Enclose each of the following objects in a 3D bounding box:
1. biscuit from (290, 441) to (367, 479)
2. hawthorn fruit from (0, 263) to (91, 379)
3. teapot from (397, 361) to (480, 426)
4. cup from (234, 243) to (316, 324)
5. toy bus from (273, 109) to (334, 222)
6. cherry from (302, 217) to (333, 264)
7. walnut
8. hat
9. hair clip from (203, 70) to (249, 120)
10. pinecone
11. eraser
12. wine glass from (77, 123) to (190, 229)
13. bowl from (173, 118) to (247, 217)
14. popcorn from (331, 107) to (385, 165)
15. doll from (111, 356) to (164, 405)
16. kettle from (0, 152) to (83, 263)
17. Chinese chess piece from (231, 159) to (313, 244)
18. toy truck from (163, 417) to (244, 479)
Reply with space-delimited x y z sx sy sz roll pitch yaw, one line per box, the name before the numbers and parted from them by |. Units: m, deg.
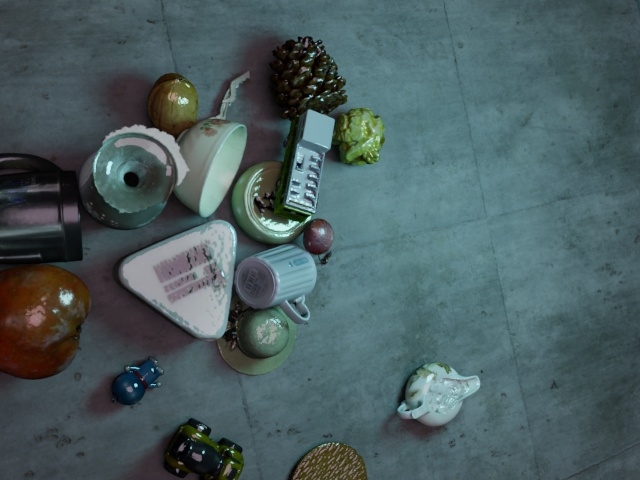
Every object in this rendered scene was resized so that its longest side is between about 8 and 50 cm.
biscuit | 0.024 0.737 1.908 0.262 0.037 0.262 2 85 -24
hawthorn fruit | -0.686 0.192 1.500 0.284 0.284 0.284 2 85 -25
teapot | 0.365 0.499 2.028 0.298 0.139 0.204 -24 99 -25
cup | -0.108 0.116 1.760 0.202 0.221 0.167 -13 132 -62
toy bus | -0.046 -0.211 1.784 0.113 0.139 0.302 16 72 -22
cherry | 0.000 0.000 1.876 0.090 0.225 0.107 1 74 9
walnut | -0.403 -0.370 1.727 0.144 0.180 0.144 7 44 -7
hat | -0.161 0.261 1.809 0.257 0.130 0.257 2 84 -24
hair clip | -0.275 -0.415 1.860 0.072 0.034 0.226 27 75 -20
pinecone | -0.044 -0.469 1.874 0.224 0.224 0.272 -23 82 -24
eraser | -0.352 0.075 1.725 0.331 0.150 0.331 3 84 -26
wine glass | -0.483 -0.144 1.585 0.238 0.323 0.238 2 86 -27
bowl | -0.320 -0.213 1.715 0.145 0.277 0.277 26 75 3
popcorn | 0.121 -0.315 1.957 0.167 0.185 0.187 -29 107 -6
doll | -0.491 0.377 1.678 0.152 0.085 0.114 -42 115 -32
kettle | -0.760 -0.085 1.532 0.324 0.228 0.321 -5 62 -22
Chinese chess piece | -0.137 -0.112 1.864 0.250 0.101 0.250 2 85 -26
toy truck | -0.302 0.590 1.699 0.224 0.165 0.147 35 72 -19
